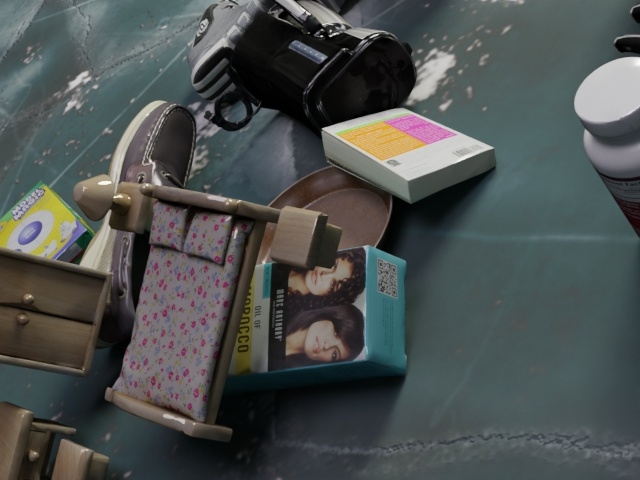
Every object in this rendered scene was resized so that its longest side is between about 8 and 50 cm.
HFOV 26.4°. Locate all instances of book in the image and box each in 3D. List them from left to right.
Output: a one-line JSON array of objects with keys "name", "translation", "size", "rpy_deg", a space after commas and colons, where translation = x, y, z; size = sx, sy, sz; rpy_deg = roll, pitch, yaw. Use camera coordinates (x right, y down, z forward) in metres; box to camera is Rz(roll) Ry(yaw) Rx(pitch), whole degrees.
[{"name": "book", "translation": [0.080, -0.084, 1.261], "size": [0.096, 0.035, 0.144], "rpy_deg": [-22, 30, -24]}]

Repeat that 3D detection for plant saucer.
[{"name": "plant saucer", "translation": [0.000, 0.000, 1.277], "size": [0.168, 0.029, 0.168], "rpy_deg": [-23, 41, 22]}]

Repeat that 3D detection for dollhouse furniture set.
[{"name": "dollhouse furniture set", "translation": [-0.188, 0.092, 1.129], "size": [0.356, 0.174, 0.303], "rpy_deg": [9, 85, 50]}]

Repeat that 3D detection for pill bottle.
[{"name": "pill bottle", "translation": [0.250, -0.063, 1.018], "size": [0.086, 0.152, 0.086], "rpy_deg": [-23, 40, 22]}]

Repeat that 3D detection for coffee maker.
[{"name": "coffee maker", "translation": [-0.008, -0.155, 1.387], "size": [0.178, 0.120, 0.171], "rpy_deg": [40, 106, 54]}]

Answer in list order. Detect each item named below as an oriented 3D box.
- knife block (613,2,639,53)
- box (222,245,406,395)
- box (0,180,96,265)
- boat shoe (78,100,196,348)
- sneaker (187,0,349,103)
[{"name": "knife block", "translation": [0.377, -0.166, 1.063], "size": [0.276, 0.088, 0.242], "rpy_deg": [-27, 40, 19]}, {"name": "box", "translation": [-0.043, 0.075, 1.186], "size": [0.244, 0.060, 0.100], "rpy_deg": [-11, 69, 34]}, {"name": "box", "translation": [-0.319, 0.000, 1.545], "size": [0.105, 0.043, 0.179], "rpy_deg": [-45, 36, -6]}, {"name": "boat shoe", "translation": [-0.169, -0.020, 1.392], "size": [0.092, 0.103, 0.285], "rpy_deg": [-4, 54, 32]}, {"name": "sneaker", "translation": [-0.069, -0.266, 1.560], "size": [0.229, 0.086, 0.132], "rpy_deg": [-39, 35, 5]}]
